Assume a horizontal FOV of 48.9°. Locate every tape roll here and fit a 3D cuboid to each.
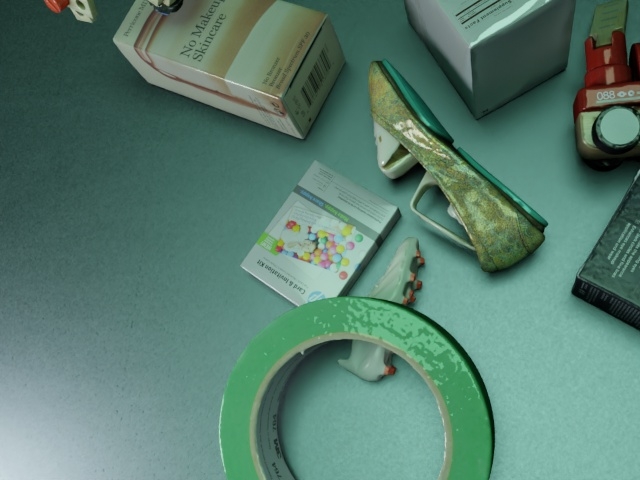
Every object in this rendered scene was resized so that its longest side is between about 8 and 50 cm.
[{"bbox_3d":[0.041,0.226,0.833,0.321,0.077,0.321,-2,84,17],"label":"tape roll"}]

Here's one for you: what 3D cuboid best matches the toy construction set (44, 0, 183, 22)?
[{"bbox_3d":[-0.245,-0.432,0.977,0.215,0.151,0.327,36,79,-1],"label":"toy construction set"}]

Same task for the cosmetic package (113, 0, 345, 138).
[{"bbox_3d":[-0.133,-0.282,1.048,0.296,0.129,0.153,21,78,20],"label":"cosmetic package"}]

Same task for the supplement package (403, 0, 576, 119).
[{"bbox_3d":[0.214,-0.313,0.934,0.149,0.194,0.203,-30,68,4],"label":"supplement package"}]

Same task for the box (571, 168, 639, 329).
[{"bbox_3d":[0.407,0.027,0.829,0.158,0.093,0.156,31,82,22],"label":"box"}]

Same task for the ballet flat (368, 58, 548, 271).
[{"bbox_3d":[0.145,-0.099,0.932,0.123,0.123,0.348,-39,68,0],"label":"ballet flat"}]

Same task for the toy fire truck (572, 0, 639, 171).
[{"bbox_3d":[0.429,-0.222,0.891,0.217,0.158,0.246,-5,82,13],"label":"toy fire truck"}]

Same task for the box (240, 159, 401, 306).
[{"bbox_3d":[0.000,0.000,0.972,0.145,0.038,0.186,33,84,22],"label":"box"}]

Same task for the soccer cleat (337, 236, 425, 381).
[{"bbox_3d":[0.079,0.083,0.911,0.076,0.068,0.196,15,79,21],"label":"soccer cleat"}]
